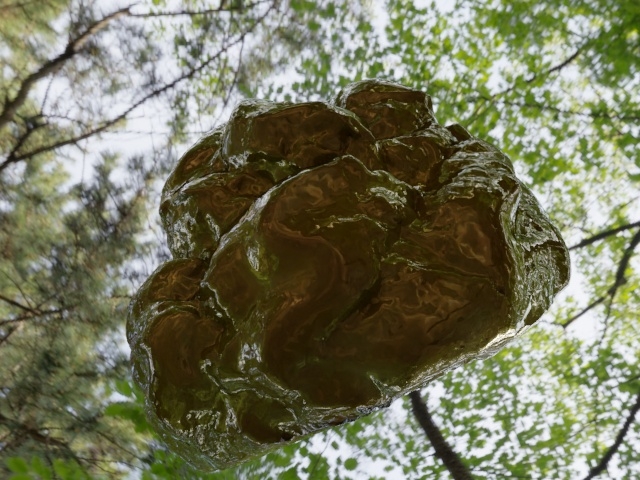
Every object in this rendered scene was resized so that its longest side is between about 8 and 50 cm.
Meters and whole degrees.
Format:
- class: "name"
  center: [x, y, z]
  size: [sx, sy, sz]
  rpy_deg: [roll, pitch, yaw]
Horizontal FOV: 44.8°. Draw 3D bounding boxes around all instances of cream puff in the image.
- class: "cream puff"
  center: [-0.001, 0.000, 0.573]
  size: [0.324, 0.291, 0.257]
  rpy_deg: [-21, -104, -24]
